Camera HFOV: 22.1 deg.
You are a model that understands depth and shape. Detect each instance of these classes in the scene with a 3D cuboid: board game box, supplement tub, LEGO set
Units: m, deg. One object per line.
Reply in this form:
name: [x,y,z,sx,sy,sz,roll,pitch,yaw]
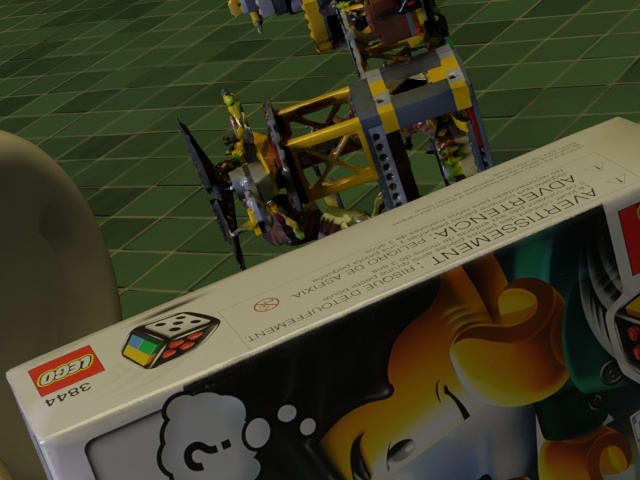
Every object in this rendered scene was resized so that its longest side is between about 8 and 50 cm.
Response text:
board game box: [0.049,0.138,0.496,0.193,0.305,0.053,-23,24,-13]
supplement tub: [-0.317,0.067,1.019,0.331,0.241,0.241,-7,24,23]
LEGO set: [0.000,0.000,0.897,0.192,0.331,0.255,-18,42,2]

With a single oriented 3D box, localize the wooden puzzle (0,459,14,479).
wooden puzzle: [-0.169,0.249,0.411,0.348,0.080,0.322,-53,36,5]
